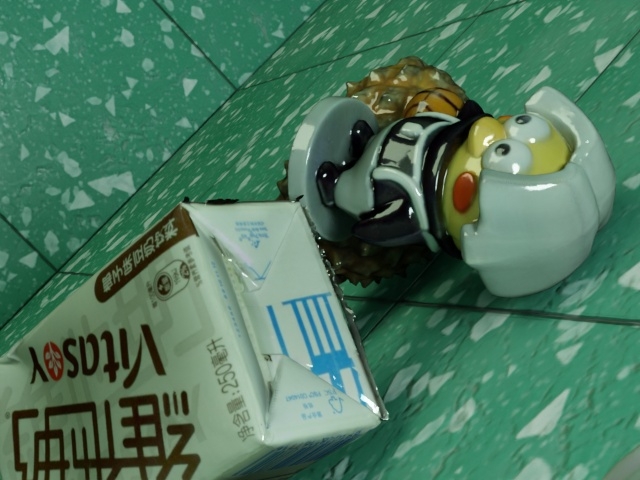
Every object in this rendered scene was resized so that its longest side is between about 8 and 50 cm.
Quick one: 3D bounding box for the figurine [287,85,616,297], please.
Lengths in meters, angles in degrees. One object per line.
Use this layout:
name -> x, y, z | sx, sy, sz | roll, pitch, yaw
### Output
figurine -> 0.110, -0.048, 1.088 | 0.236, 0.133, 0.176 | 11, 50, 34

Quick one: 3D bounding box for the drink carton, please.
drink carton -> -0.124, 0.122, 1.111 | 0.132, 0.194, 0.324 | -1, -27, -45

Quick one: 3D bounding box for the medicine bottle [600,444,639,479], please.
medicine bottle -> 0.171, 0.168, 0.453 | 0.133, 0.133, 0.274 | -41, 16, 9

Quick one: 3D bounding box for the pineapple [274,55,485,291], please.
pineapple -> 0.000, 0.000, 1.265 | 0.361, 0.175, 0.175 | -43, 15, -6
